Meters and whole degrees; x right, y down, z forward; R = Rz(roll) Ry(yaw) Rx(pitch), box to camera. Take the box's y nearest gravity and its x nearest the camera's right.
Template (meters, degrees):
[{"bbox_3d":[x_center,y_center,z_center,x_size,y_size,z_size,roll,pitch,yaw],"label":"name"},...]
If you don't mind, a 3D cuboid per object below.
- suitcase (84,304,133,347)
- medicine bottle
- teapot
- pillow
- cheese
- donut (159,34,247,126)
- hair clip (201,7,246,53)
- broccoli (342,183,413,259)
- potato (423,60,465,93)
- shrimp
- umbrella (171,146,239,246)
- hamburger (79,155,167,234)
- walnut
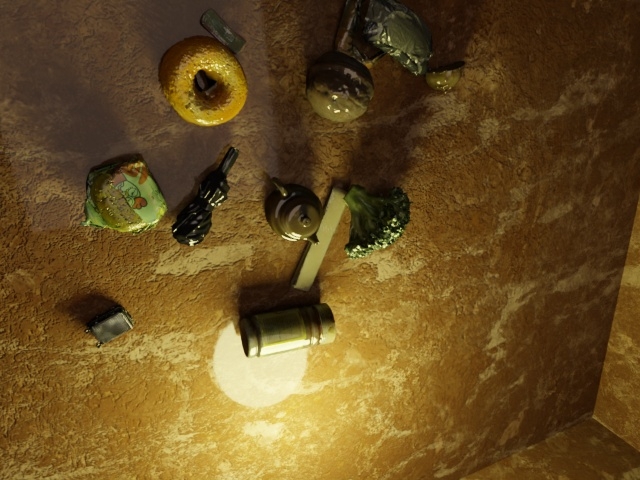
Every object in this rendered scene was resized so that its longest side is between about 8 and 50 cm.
[{"bbox_3d":[-0.661,0.267,1.380,0.126,0.059,0.086,-30,119,-12],"label":"suitcase"},{"bbox_3d":[-0.119,0.325,1.590,0.322,0.151,0.151,-6,111,-22],"label":"medicine bottle"},{"bbox_3d":[-0.082,-0.094,1.443,0.185,0.175,0.268,-38,119,-10],"label":"teapot"},{"bbox_3d":[0.263,-0.656,1.417,0.335,0.092,0.161,12,103,-42],"label":"pillow"},{"bbox_3d":[0.000,0.000,1.595,0.085,0.034,0.400,17,101,-33],"label":"cheese"},{"bbox_3d":[-0.324,-0.446,1.248,0.253,0.118,0.253,-19,128,-25],"label":"donut"},{"bbox_3d":[-0.277,-0.598,1.257,0.137,0.022,0.054,36,91,-30],"label":"hair clip"},{"bbox_3d":[0.178,-0.080,1.561,0.288,0.245,0.248,-30,165,-47],"label":"broccoli"},{"bbox_3d":[0.461,-0.573,1.557,0.172,0.100,0.089,-20,121,-20],"label":"potato"},{"bbox_3d":[0.144,-0.677,1.408,0.198,0.051,0.262,1,110,-32],"label":"shrimp"},{"bbox_3d":[-0.347,-0.138,1.359,0.118,0.118,0.340,28,90,-29],"label":"umbrella"},{"bbox_3d":[-0.567,-0.111,1.244,0.235,0.125,0.214,-27,108,-29],"label":"hamburger"},{"bbox_3d":[0.054,-0.471,1.356,0.224,0.224,0.224,-8,112,-21],"label":"walnut"}]
